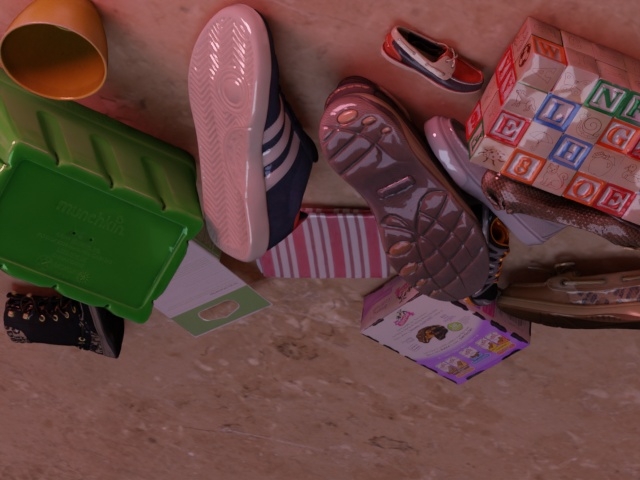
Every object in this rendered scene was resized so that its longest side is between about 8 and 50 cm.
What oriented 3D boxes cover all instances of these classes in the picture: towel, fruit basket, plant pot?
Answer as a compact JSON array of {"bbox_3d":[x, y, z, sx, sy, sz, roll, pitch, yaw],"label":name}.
[{"bbox_3d":[0.000,0.000,2.293,0.197,0.029,0.144,1,141,7],"label":"towel"},{"bbox_3d":[-0.378,-0.063,2.148,0.392,0.392,0.283,27,101,-22],"label":"fruit basket"},{"bbox_3d":[-0.319,-0.252,1.978,0.134,0.095,0.134,5,142,4],"label":"plant pot"}]

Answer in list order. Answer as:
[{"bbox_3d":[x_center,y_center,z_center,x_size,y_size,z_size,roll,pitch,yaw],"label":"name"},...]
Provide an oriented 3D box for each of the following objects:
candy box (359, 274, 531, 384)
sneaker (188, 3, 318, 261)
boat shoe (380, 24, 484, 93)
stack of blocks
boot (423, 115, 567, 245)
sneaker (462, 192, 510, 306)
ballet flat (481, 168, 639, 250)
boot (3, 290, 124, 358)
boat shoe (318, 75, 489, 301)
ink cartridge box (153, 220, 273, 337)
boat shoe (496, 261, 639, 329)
[{"bbox_3d":[0.185,0.118,2.367,0.196,0.070,0.165,29,138,-25],"label":"candy box"},{"bbox_3d":[-0.073,-0.149,2.056,0.131,0.148,0.350,30,132,35],"label":"sneaker"},{"bbox_3d":[0.142,-0.221,1.964,0.137,0.049,0.043,23,138,-10],"label":"boat shoe"},{"bbox_3d":[0.348,-0.134,1.964,0.297,0.087,0.171,20,125,-13],"label":"stack of blocks"},{"bbox_3d":[0.253,-0.100,2.076,0.123,0.095,0.258,-32,130,25],"label":"boot"},{"bbox_3d":[0.225,0.016,2.222,0.083,0.084,0.215,-7,139,12],"label":"sneaker"},{"bbox_3d":[0.314,-0.033,2.024,0.250,0.084,0.058,19,106,-15],"label":"ballet flat"},{"bbox_3d":[-0.400,0.103,2.449,0.179,0.085,0.236,6,149,7],"label":"boot"},{"bbox_3d":[0.121,-0.074,2.077,0.132,0.130,0.355,-19,125,19],"label":"boat shoe"},{"bbox_3d":[-0.204,0.041,2.362,0.171,0.056,0.235,-24,133,35],"label":"ink cartridge box"},{"bbox_3d":[0.393,0.075,2.272,0.285,0.089,0.104,2,168,13],"label":"boat shoe"}]
